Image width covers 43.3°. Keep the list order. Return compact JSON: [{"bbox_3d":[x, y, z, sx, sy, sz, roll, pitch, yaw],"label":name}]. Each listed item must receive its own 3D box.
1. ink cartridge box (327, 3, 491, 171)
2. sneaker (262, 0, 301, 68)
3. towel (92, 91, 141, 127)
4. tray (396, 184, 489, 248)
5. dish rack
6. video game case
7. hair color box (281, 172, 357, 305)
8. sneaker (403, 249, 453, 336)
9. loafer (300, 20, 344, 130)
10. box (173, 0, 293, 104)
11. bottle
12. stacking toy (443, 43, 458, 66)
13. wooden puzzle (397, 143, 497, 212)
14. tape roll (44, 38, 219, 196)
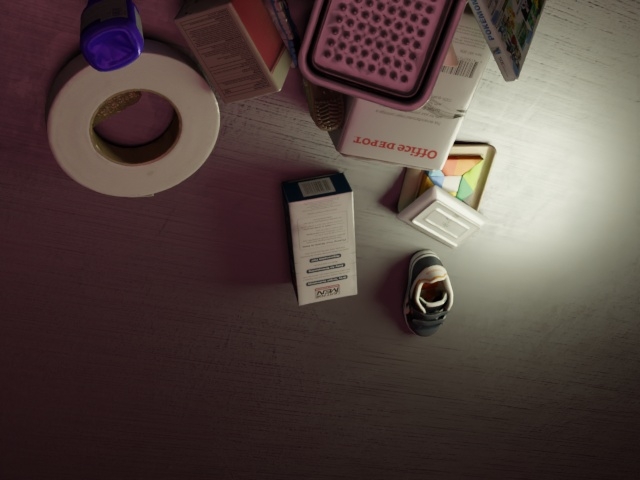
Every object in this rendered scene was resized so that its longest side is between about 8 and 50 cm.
[{"bbox_3d":[0.207,-0.386,1.903,0.286,0.166,0.394,8,122,-20],"label":"ink cartridge box"},{"bbox_3d":[-0.099,-0.473,1.827,0.083,0.071,0.190,-9,130,15],"label":"sneaker"},{"bbox_3d":[-0.495,-0.331,1.834,0.148,0.027,0.110,-29,127,7],"label":"towel"},{"bbox_3d":[0.346,-0.053,2.234,0.270,0.030,0.145,26,123,-41],"label":"tray"},{"bbox_3d":[0.125,-0.445,1.596,0.286,0.072,0.332,15,110,-10],"label":"dish rack"},{"bbox_3d":[0.407,-0.567,1.765,0.036,0.328,0.300,-3,139,37],"label":"video game case"},{"bbox_3d":[0.000,0.000,2.165,0.174,0.105,0.347,-10,127,-8],"label":"hair color box"},{"bbox_3d":[0.317,0.190,2.383,0.126,0.127,0.321,-14,129,-8],"label":"sneaker"},{"bbox_3d":[-0.002,-0.389,1.869,0.102,0.092,0.268,-3,99,-20],"label":"loafer"},{"bbox_3d":[-0.184,-0.435,1.753,0.149,0.126,0.232,-8,134,26],"label":"box"},{"bbox_3d":[-0.420,-0.436,1.615,0.118,0.282,0.092,-23,128,0],"label":"bottle"},{"bbox_3d":[0.136,-0.468,1.696,0.280,0.130,0.308,-11,113,1],"label":"stacking toy"},{"bbox_3d":[0.345,-0.159,2.186,0.239,0.044,0.220,0,125,-16],"label":"wooden puzzle"},{"bbox_3d":[-0.424,-0.270,1.838,0.392,0.072,0.391,-13,135,-13],"label":"tape roll"}]
